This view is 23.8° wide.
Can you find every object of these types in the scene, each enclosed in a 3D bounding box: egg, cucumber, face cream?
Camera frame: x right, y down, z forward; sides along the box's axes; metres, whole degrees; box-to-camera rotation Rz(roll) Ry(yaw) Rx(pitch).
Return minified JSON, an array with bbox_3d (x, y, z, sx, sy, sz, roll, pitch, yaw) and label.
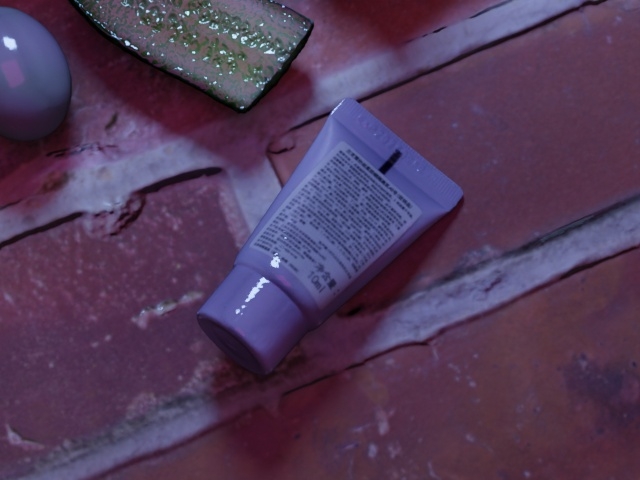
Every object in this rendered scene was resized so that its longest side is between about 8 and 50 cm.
[{"bbox_3d":[-0.293,-0.159,1.454,0.103,0.103,0.135,-25,83,-4],"label":"egg"},{"bbox_3d":[-0.139,-0.217,1.483,0.244,0.063,0.115,30,85,2],"label":"cucumber"},{"bbox_3d":[0.000,0.000,1.457,0.154,0.096,0.274,40,71,6],"label":"face cream"}]
